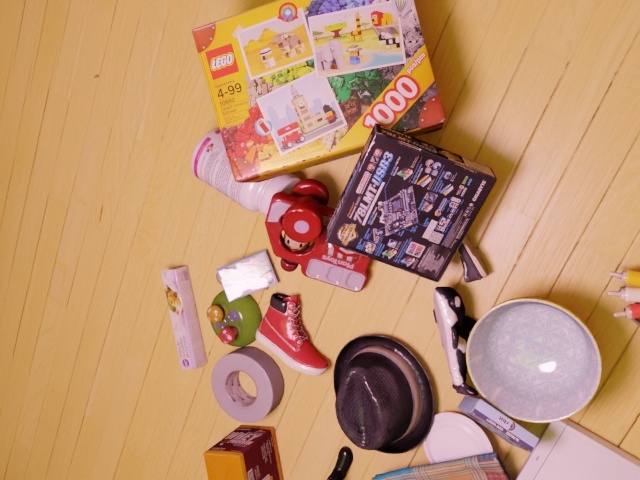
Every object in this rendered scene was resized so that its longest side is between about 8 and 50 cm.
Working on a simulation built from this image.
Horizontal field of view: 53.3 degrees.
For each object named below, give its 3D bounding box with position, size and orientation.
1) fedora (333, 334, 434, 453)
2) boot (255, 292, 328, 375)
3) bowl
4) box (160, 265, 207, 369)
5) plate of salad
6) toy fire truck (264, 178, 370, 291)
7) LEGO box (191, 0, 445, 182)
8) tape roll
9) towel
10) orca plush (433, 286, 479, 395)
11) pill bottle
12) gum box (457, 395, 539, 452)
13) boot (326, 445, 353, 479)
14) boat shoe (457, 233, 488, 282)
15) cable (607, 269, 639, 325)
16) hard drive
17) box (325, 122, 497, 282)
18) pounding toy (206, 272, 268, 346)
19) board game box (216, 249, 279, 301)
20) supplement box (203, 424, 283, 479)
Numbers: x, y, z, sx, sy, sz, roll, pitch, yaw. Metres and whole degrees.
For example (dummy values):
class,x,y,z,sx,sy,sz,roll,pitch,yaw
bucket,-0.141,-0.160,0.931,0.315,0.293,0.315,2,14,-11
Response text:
class,x,y,z,sx,sy,sz,roll,pitch,yaw
fedora,0.137,0.426,1.685,0.334,0.152,0.334,6,103,30
boot,-0.062,0.257,1.805,0.244,0.088,0.176,31,111,23
bowl,0.497,0.254,1.471,0.289,0.156,0.289,6,103,26
box,-0.427,0.241,2.000,0.063,0.067,0.324,-8,97,29
plate of salad,0.359,0.539,1.660,0.200,0.048,0.199,10,106,36
toy fire truck,0.000,0.000,1.649,0.302,0.169,0.254,16,123,-3
LEGO box,0.004,-0.379,1.508,0.500,0.193,0.372,-15,93,11
tape roll,-0.220,0.434,1.925,0.219,0.072,0.219,6,103,26
towel,0.343,0.693,1.663,0.370,0.040,0.271,-23,103,31
orca plush,0.358,0.241,1.575,0.102,0.151,0.287,-15,90,-3
pill bottle,-0.201,-0.179,1.749,0.283,0.160,0.160,32,113,19
gum box,0.418,0.434,1.523,0.157,0.184,0.041,34,82,8
boot,0.047,0.659,1.813,0.045,0.099,0.121,21,108,21
boat shoe,0.333,0.011,1.558,0.065,0.075,0.206,-31,89,25
cable,0.769,0.121,1.354,0.287,0.072,0.139,-5,103,28
hard drive,0.668,0.598,1.511,0.353,0.047,0.233,29,112,19
box,0.198,-0.078,1.448,0.293,0.073,0.295,20,117,-8
pounding toy,-0.271,0.217,1.889,0.183,0.110,0.236,21,109,22
board game box,-0.211,0.102,1.844,0.154,0.026,0.103,-21,89,1
supplement box,-0.224,0.682,1.904,0.129,0.194,0.191,-6,97,28
